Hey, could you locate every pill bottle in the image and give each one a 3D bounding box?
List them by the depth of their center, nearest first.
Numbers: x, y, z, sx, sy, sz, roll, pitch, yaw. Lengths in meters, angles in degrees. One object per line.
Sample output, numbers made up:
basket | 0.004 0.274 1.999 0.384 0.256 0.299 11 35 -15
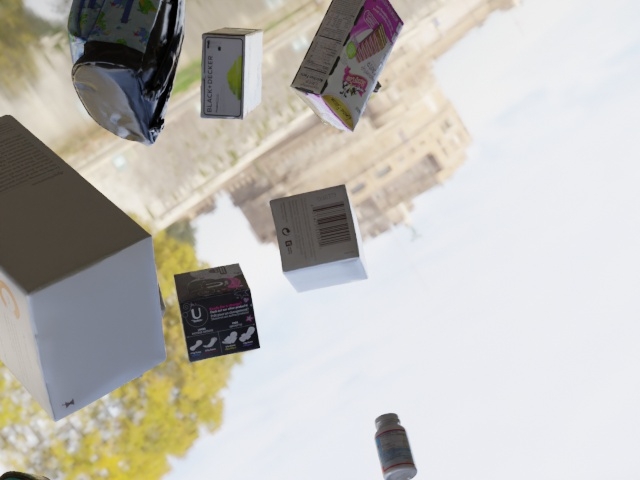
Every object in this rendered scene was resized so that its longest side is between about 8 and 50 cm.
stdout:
pill bottle | 0.181 0.511 2.603 0.087 0.087 0.160 -29 -130 19

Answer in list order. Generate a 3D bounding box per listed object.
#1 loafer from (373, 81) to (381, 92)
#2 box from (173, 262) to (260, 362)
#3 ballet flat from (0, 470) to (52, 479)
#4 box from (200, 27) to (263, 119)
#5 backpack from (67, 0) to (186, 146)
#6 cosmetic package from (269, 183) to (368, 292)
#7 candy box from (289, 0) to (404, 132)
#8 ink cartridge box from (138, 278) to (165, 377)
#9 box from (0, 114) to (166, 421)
loafer | 0.076 -0.342 2.057 0.039 0.125 0.045 -46 179 27
box | -0.230 0.151 2.319 0.163 0.142 0.247 -11 -165 -8
ballet flat | -0.577 0.617 2.375 0.123 0.348 0.123 -44 -166 14
box | -0.179 -0.347 2.164 0.087 0.169 0.290 4 -167 3
backpack | -0.366 -0.412 2.024 0.290 0.273 0.355 91 20 -67
cosmetic package | 0.000 0.000 2.041 0.151 0.151 0.184 -12 163 5
candy box | 0.052 -0.333 1.885 0.071 0.159 0.233 22 -98 29
ink cartridge box | -0.349 0.127 1.886 0.208 0.087 0.153 -120 -132 -60
box | -0.367 0.024 1.339 0.168 0.215 0.345 -28 -132 -30
